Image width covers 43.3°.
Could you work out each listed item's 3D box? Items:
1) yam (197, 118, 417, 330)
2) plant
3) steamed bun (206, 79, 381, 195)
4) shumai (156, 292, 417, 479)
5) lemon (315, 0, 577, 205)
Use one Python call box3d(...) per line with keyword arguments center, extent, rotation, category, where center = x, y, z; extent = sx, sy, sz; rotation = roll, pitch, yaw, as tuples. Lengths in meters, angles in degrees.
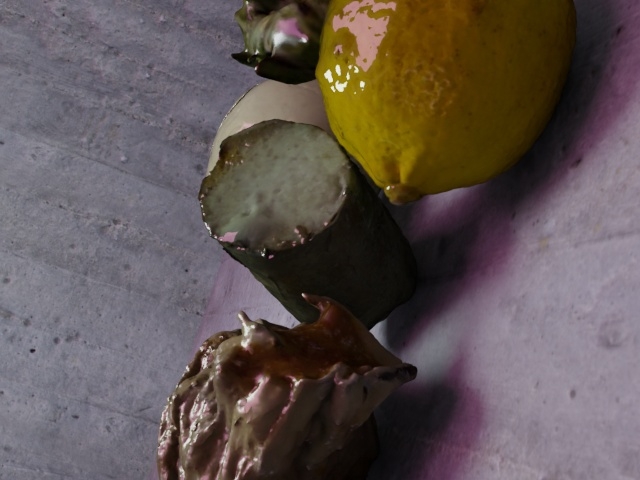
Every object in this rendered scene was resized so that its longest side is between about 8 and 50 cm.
box3d(center=(0.000, 0.000, 0.998), extent=(0.300, 0.195, 0.195), rotation=(50, -133, -53), category="yam")
box3d(center=(0.046, -0.246, 1.065), extent=(0.251, 0.333, 0.180), rotation=(-35, 44, 15), category="plant")
box3d(center=(-0.041, -0.128, 1.239), extent=(0.334, 0.233, 0.312), rotation=(-55, -17, 1), category="steamed bun")
box3d(center=(-0.022, 0.207, 0.876), extent=(0.262, 0.267, 0.314), rotation=(-38, 23, 55), category="shumai")
box3d(center=(0.123, -0.193, 0.855), extent=(0.321, 0.268, 0.268), rotation=(-63, 14, 0), category="lemon")
